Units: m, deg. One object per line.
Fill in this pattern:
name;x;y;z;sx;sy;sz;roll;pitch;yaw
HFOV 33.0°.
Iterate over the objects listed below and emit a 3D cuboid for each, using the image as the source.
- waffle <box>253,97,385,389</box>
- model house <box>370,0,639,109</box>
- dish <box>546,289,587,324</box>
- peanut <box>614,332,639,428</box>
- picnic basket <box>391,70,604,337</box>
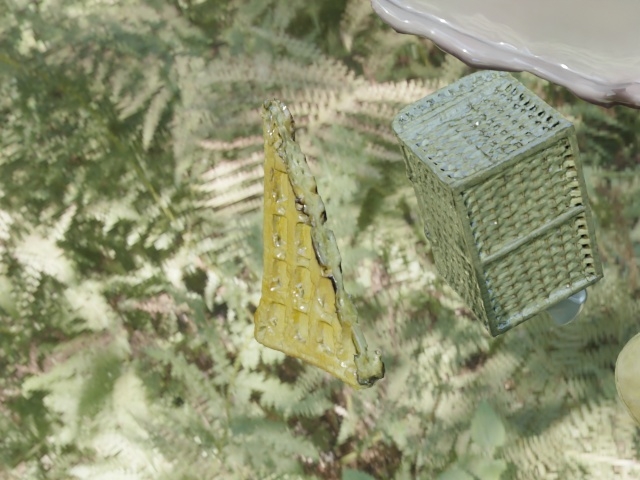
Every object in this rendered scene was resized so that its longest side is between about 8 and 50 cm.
waffle;0.000;0.000;0.614;0.023;0.152;0.097;-12;20;-43
model house;0.174;-0.186;0.420;0.237;0.202;0.237;21;46;18
dish;0.272;0.046;1.226;0.091;0.137;0.039;-50;30;-15
peanut;0.355;0.160;0.836;0.274;0.111;0.125;43;84;13
picnic basket;0.164;-0.041;1.035;0.134;0.196;0.154;-30;40;-8
